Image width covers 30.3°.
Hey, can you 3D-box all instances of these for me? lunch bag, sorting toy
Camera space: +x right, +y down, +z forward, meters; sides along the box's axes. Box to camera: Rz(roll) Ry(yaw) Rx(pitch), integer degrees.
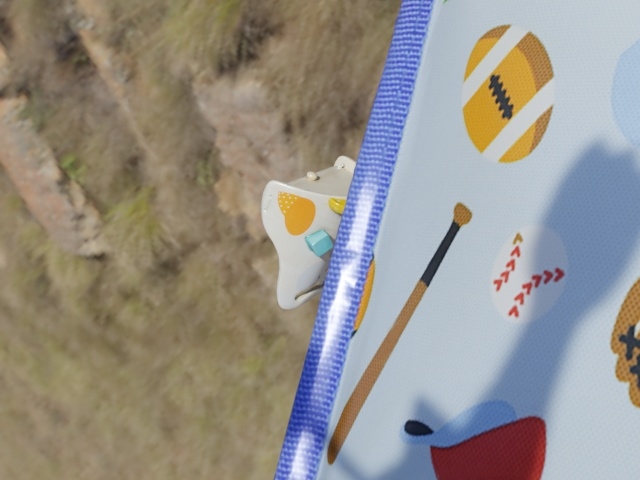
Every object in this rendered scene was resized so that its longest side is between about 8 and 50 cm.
[{"bbox_3d":[0.195,-0.025,0.380,0.328,0.385,0.239,8,175,43],"label":"lunch bag"},{"bbox_3d":[0.000,0.000,0.654,0.045,0.083,0.075,26,114,21],"label":"sorting toy"}]
